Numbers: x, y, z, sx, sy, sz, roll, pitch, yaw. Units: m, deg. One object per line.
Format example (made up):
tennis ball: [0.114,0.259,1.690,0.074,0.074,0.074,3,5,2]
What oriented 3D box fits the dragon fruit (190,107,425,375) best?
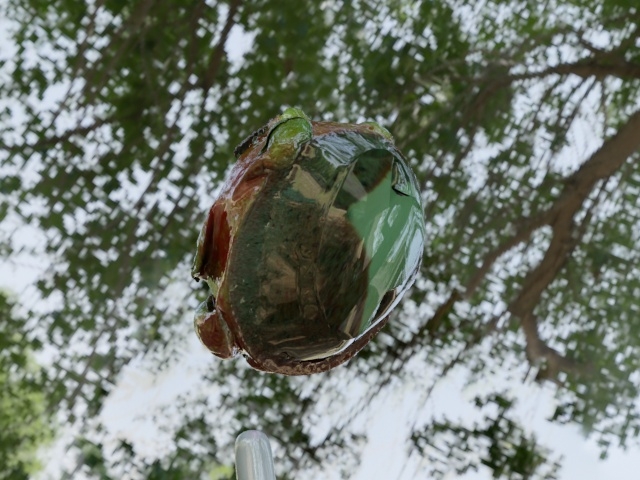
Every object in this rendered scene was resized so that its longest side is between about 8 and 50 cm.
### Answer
dragon fruit: [0.000,0.000,1.006,0.130,0.295,0.268,13,-25,49]

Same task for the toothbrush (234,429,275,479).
toothbrush: [-0.014,0.211,0.402,0.025,0.275,0.019,-11,-18,23]
